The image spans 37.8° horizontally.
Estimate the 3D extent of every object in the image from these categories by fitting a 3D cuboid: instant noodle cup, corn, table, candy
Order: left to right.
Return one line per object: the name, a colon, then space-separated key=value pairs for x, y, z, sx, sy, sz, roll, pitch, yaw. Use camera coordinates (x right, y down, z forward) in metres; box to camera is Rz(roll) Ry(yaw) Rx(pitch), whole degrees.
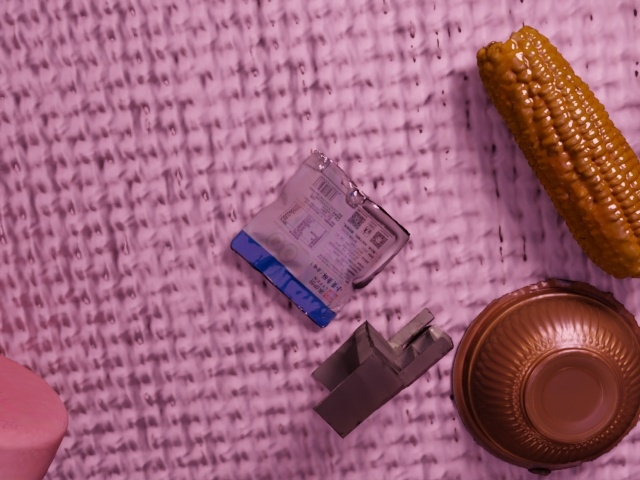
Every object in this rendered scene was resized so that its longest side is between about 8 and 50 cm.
candy: x=-0.424 y=0.208 z=1.121 sx=0.255 sy=0.255 sz=0.094 roll=26 pitch=99 yaw=-6
table: x=0.072 y=0.149 z=1.167 sx=0.175 sy=0.146 sz=0.062 roll=-43 pitch=98 yaw=5
instant noodle cup: x=0.314 y=0.191 z=1.212 sx=0.274 sy=0.091 sz=0.273 roll=0 pitch=100 yaw=-3
corn: x=0.318 y=-0.100 z=1.150 sx=0.120 sy=0.120 sz=0.363 roll=-37 pitch=97 yaw=4

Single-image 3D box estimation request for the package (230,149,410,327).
package: x=0.000 y=0.000 z=1.202 sx=0.171 sy=0.027 sz=0.173 roll=43 pitch=97 yaw=-11
